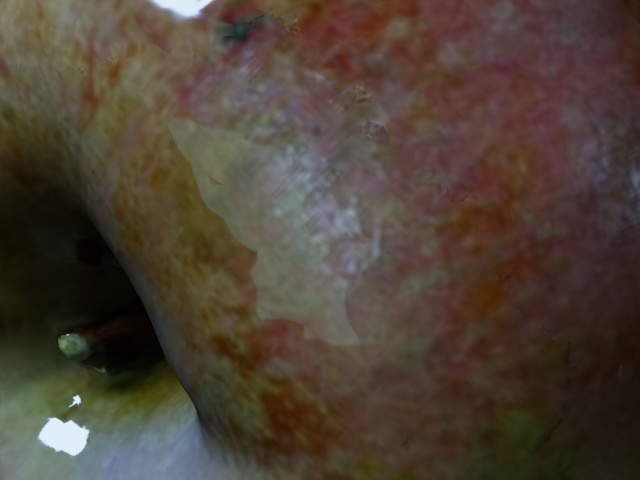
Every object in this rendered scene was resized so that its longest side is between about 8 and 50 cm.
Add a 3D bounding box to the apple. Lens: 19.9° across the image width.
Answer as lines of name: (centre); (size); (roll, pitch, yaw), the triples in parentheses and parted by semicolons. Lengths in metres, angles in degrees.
apple: (0.000, 0.000, 0.598); (0.348, 0.277, 0.348); (17, 119, 33)
